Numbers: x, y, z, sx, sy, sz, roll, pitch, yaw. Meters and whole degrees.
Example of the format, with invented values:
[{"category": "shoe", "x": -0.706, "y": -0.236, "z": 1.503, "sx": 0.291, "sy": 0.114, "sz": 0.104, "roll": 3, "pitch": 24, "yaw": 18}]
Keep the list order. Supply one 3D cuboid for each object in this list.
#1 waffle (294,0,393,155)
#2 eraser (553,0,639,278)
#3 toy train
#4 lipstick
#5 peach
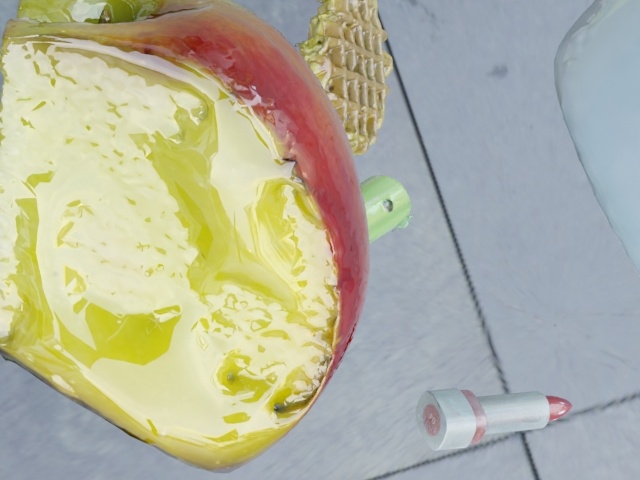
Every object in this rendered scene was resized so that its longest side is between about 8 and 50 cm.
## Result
[{"category": "waffle", "x": 0.029, "y": -0.237, "z": 1.896, "sx": 0.056, "sy": 0.253, "sz": 0.249, "roll": -6, "pitch": 120, "yaw": 24}, {"category": "eraser", "x": 0.212, "y": 0.010, "z": 0.461, "sx": 0.104, "sy": 0.290, "sz": 0.189, "roll": -46, "pitch": 58, "yaw": 27}, {"category": "toy train", "x": 0.000, "y": 0.000, "z": 1.767, "sx": 0.253, "sy": 0.157, "sz": 0.105, "roll": -33, "pitch": 98, "yaw": -37}, {"category": "lipstick", "x": 0.201, "y": 0.194, "z": 1.642, "sx": 0.063, "sy": 0.186, "sz": 0.057, "roll": 61, "pitch": 142, "yaw": 42}, {"category": "peach", "x": -0.108, "y": -0.017, "z": 1.157, "sx": 0.306, "sy": 0.242, "sz": 0.380, "roll": 9, "pitch": 118, "yaw": 5}]
